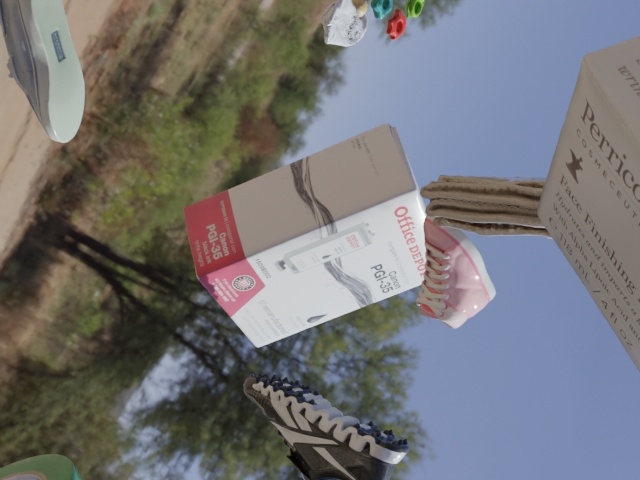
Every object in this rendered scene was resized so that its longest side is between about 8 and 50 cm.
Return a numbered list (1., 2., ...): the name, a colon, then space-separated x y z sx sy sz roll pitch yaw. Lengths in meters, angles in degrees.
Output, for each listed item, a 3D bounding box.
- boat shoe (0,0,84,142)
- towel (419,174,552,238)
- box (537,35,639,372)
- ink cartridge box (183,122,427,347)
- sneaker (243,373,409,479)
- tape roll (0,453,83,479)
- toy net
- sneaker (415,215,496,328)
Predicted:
1. boat shoe: -0.380 -0.242 1.135 0.079 0.081 0.228 -51 147 -49
2. towel: 0.230 -0.024 0.669 0.187 0.282 0.049 10 -80 47
3. box: 0.213 -0.003 0.332 0.119 0.181 0.181 83 -16 -59
4. ink cartridge box: 0.000 0.000 1.077 0.283 0.207 0.117 -22 -127 6
5. sneaker: -0.012 0.242 1.022 0.078 0.234 0.106 17 95 -60
6. tape roll: -0.481 0.433 1.196 0.321 0.077 0.321 -22 -165 6
7. toy net: 0.061 -0.304 1.096 0.232 0.045 0.122 -45 143 -35
8. sneaker: 0.118 0.035 0.804 0.070 0.134 0.051 -42 -138 -8
